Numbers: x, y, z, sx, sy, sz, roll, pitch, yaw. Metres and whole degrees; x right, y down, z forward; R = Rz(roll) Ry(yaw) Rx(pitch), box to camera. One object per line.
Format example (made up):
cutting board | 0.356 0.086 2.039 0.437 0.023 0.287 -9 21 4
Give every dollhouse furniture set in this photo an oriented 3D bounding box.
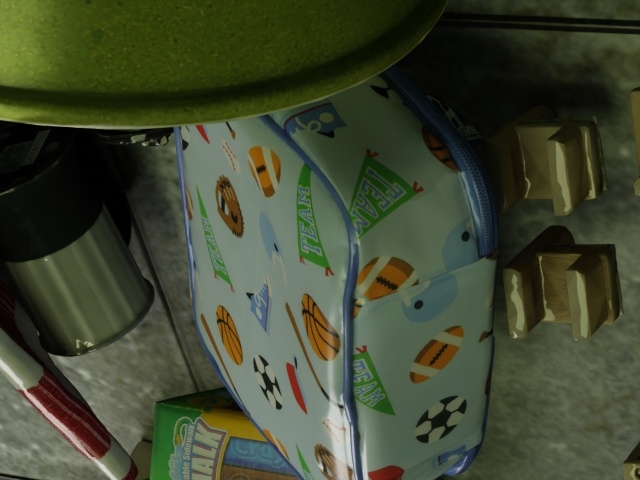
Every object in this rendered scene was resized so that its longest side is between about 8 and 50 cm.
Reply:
dollhouse furniture set | 0.234 0.023 1.098 0.212 0.161 0.242 0 110 29

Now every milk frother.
milk frother | -0.137 -0.015 1.242 0.143 0.129 0.135 2 131 36

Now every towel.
towel | -0.254 0.012 1.282 0.329 0.037 0.237 52 174 -36

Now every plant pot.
plant pot | -0.091 -0.295 0.798 0.366 0.366 0.353 19 127 11

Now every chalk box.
chalk box | -0.039 0.174 1.343 0.213 0.132 0.132 8 96 23

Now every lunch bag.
lunch bag | 0.000 0.000 1.138 0.243 0.115 0.303 50 152 38

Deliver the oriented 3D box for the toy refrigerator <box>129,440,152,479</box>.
toy refrigerator | -0.032 0.247 1.471 0.269 0.102 0.094 11 136 19
